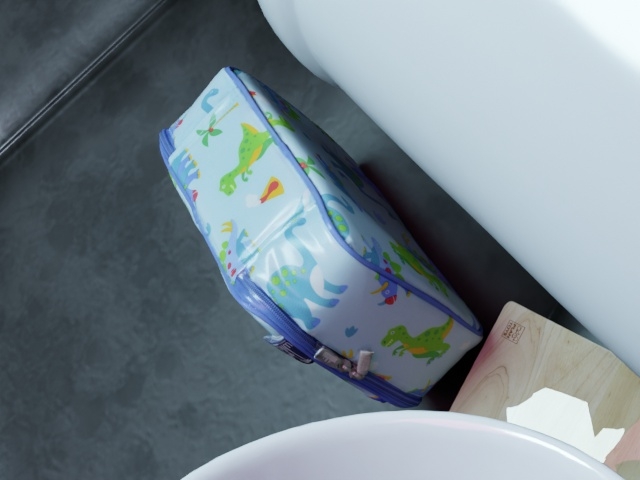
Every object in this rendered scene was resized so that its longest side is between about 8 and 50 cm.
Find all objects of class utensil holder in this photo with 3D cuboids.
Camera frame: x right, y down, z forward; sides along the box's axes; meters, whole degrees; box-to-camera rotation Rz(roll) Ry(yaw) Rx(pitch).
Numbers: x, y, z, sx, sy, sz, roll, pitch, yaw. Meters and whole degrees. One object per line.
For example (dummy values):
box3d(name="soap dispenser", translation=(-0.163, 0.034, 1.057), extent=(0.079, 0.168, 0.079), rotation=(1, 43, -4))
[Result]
box3d(name="utensil holder", translation=(0.200, -0.115, 0.833), extent=(0.327, 0.328, 0.385), rotation=(-50, 56, 10))

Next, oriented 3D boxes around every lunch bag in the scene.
box3d(name="lunch bag", translation=(0.000, 0.000, 1.011), extent=(0.090, 0.176, 0.219), rotation=(-46, 45, 12))

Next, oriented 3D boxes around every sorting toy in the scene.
box3d(name="sorting toy", translation=(0.138, 0.133, 0.958), extent=(0.132, 0.046, 0.274), rotation=(27, 90, 37))

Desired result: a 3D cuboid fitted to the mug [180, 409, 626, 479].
box3d(name="mug", translation=(0.007, 0.284, 0.804), extent=(0.374, 0.328, 0.276), rotation=(16, 39, 33))
